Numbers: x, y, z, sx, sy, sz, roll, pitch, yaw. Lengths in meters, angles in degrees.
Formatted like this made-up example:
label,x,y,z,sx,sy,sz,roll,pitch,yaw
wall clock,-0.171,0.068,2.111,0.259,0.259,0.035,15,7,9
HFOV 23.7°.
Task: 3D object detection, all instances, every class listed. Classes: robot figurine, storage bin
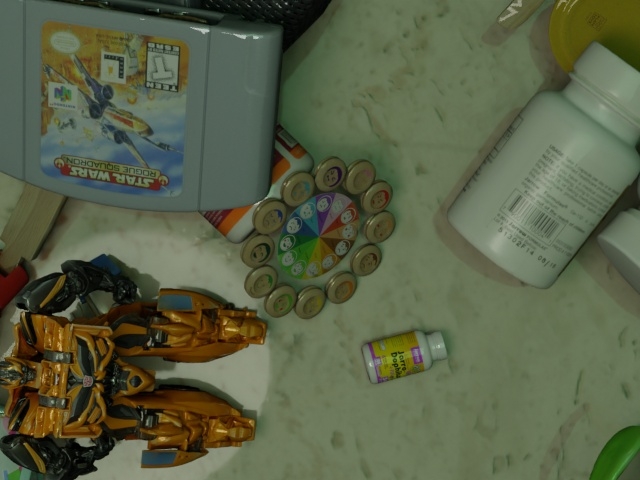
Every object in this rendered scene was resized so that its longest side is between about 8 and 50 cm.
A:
label,x,y,z,sx,sy,sz,roll,pitch,yaw
robot figurine,-0.181,0.128,1.459,0.085,0.291,0.211,6,90,41
storage bin,-0.047,-0.267,1.496,0.122,0.180,0.084,37,123,-1

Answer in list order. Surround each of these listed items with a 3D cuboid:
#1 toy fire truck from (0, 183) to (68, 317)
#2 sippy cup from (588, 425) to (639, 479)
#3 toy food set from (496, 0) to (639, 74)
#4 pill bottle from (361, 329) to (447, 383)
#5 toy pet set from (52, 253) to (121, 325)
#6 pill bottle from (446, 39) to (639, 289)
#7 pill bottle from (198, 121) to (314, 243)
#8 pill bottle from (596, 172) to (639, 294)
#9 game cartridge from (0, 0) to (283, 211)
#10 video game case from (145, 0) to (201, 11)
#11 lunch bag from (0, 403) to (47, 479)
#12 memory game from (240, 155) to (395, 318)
label,x,y,z,sx,sy,sz,roll,pitch,yaw
toy fire truck,-0.378,0.002,1.523,0.217,0.158,0.246,44,68,-6
sippy cup,0.420,0.294,1.498,0.240,0.305,0.224,19,74,42
toy food set,0.302,-0.221,1.561,0.217,0.071,0.128,32,113,-8
pill bottle,0.087,0.118,1.568,0.083,0.043,0.043,-15,90,-2
toy pet set,-0.249,0.066,1.528,0.114,0.122,0.065,-31,85,-17
pill bottle,0.241,-0.076,1.511,0.131,0.131,0.229,36,101,-1
pill bottle,-0.122,-0.112,1.528,0.221,0.121,0.121,44,88,0
pill bottle,0.426,-0.061,1.518,0.301,0.169,0.169,-44,90,-2
game cartridge,-0.187,-0.128,1.428,0.297,0.062,0.198,9,113,8
video game case,-0.231,-0.298,1.494,0.274,0.026,0.196,-5,89,38
lunch bag,-0.387,0.264,1.473,0.223,0.160,0.262,12,109,-2
memory game,0.000,0.000,1.522,0.186,0.012,0.186,-20,129,-27
